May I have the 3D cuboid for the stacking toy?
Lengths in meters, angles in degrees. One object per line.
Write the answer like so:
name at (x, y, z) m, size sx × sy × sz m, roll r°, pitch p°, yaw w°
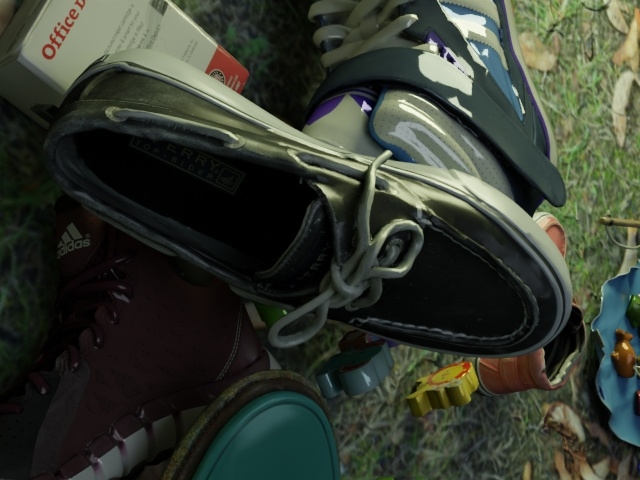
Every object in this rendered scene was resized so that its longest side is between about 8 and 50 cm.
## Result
stacking toy at (0.038, 0.073, 0.756) m, size 0.167 × 0.052 × 0.221 m, roll 67°, pitch 27°, yaw -11°

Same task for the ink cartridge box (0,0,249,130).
ink cartridge box at (-0.123, -0.101, 0.682) m, size 0.135 × 0.056 × 0.099 m, roll 40°, pitch 59°, yaw -31°

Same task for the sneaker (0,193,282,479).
sneaker at (-0.147, 0.058, 0.621) m, size 0.281 × 0.106 × 0.163 m, roll -18°, pitch 91°, yaw -52°

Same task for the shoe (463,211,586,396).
shoe at (0.184, 0.049, 0.914) m, size 0.063 × 0.081 × 0.178 m, roll 44°, pitch 58°, yaw -28°

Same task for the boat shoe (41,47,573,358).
boat shoe at (0.002, -0.004, 0.596) m, size 0.306 × 0.113 × 0.105 m, roll 29°, pitch 24°, yaw -12°

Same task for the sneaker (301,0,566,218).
sneaker at (0.039, -0.127, 0.728) m, size 0.236 × 0.130 × 0.323 m, roll -31°, pitch 95°, yaw -58°

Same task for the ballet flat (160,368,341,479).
ballet flat at (-0.063, 0.236, 0.627) m, size 0.123 × 0.123 × 0.349 m, roll -1°, pitch 96°, yaw -41°

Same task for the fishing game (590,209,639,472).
fishing game at (0.315, 0.106, 1.051) m, size 0.189 × 0.041 × 0.264 m, roll 5°, pitch 80°, yaw -44°
